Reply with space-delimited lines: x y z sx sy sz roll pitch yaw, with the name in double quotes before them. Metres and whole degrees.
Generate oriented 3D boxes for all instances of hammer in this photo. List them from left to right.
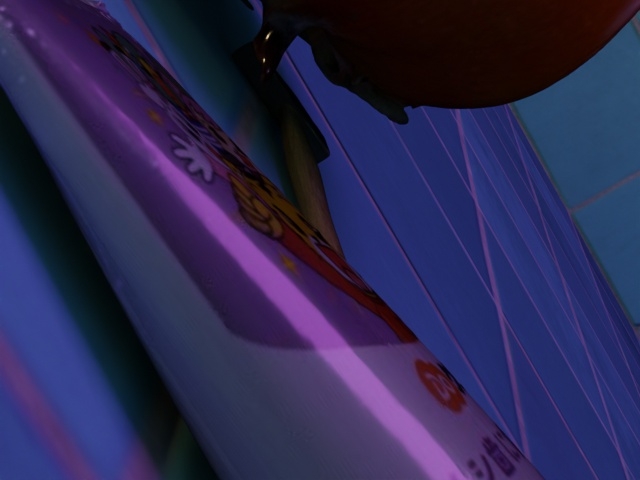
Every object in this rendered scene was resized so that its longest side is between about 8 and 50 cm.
"hammer" 0.000 0.000 0.582 0.062 0.013 0.199 54 12 -36

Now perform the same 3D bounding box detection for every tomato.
"tomato" 0.032 -0.173 0.625 0.256 0.224 0.256 42 9 -8

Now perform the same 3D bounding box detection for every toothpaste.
"toothpaste" 0.009 0.049 0.369 0.299 0.073 0.114 55 9 6
